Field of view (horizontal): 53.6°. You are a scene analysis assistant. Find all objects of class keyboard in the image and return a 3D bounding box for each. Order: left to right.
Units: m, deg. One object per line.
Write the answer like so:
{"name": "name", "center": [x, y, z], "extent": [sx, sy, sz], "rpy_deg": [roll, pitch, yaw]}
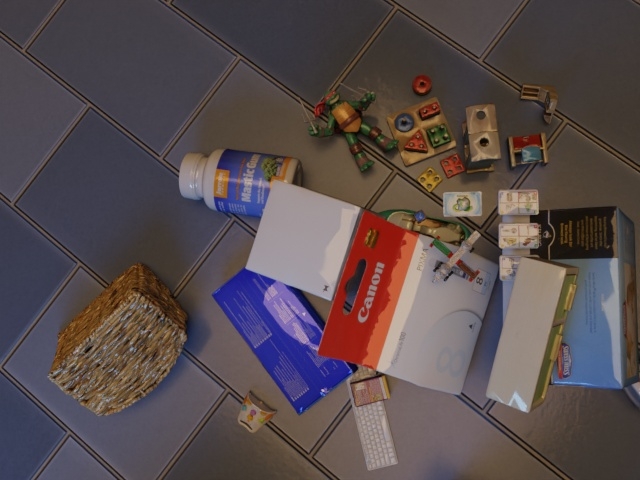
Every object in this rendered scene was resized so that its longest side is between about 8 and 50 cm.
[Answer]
{"name": "keyboard", "center": [0.114, 0.397, 1.473], "extent": [0.072, 0.014, 0.256], "rpy_deg": [-15, 82, 5]}

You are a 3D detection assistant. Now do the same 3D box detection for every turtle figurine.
{"name": "turtle figurine", "center": [0.068, -0.287, 1.507], "extent": [0.175, 0.118, 0.234], "rpy_deg": [-39, 96, 16]}

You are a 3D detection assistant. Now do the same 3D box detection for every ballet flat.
{"name": "ballet flat", "center": [0.231, -0.029, 1.470], "extent": [0.247, 0.087, 0.083], "rpy_deg": [10, 85, 9]}

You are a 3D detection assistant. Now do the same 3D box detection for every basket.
{"name": "basket", "center": [-0.467, 0.240, 1.526], "extent": [0.299, 0.223, 0.213], "rpy_deg": [-44, 113, 1]}

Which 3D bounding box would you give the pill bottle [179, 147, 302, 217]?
{"name": "pill bottle", "center": [-0.188, -0.137, 1.504], "extent": [0.271, 0.152, 0.153], "rpy_deg": [8, 85, 7]}

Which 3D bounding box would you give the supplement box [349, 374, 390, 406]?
{"name": "supplement box", "center": [0.113, 0.344, 1.453], "extent": [0.083, 0.043, 0.055], "rpy_deg": [-13, 82, -1]}

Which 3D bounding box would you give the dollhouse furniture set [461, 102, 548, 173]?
{"name": "dollhouse furniture set", "center": [0.425, -0.237, 1.448], "extent": [0.183, 0.129, 0.129], "rpy_deg": [-6, 83, 8]}

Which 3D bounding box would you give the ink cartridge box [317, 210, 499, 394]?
{"name": "ink cartridge box", "center": [0.199, 0.140, 1.332], "extent": [0.091, 0.384, 0.308], "rpy_deg": [14, 85, 50]}

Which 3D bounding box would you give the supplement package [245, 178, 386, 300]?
{"name": "supplement package", "center": [0.000, 0.000, 1.385], "extent": [0.199, 0.262, 0.198], "rpy_deg": [19, 94, 16]}

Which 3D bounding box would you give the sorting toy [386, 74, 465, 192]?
{"name": "sorting toy", "center": [0.244, -0.256, 1.516], "extent": [0.132, 0.046, 0.275], "rpy_deg": [-21, 82, 5]}

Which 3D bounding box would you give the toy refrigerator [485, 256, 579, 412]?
{"name": "toy refrigerator", "center": [0.398, 0.171, 1.176], "extent": [0.094, 0.102, 0.270], "rpy_deg": [16, 97, 34]}

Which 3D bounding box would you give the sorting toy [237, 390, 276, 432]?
{"name": "sorting toy", "center": [-0.161, 0.414, 1.498], "extent": [0.083, 0.045, 0.075], "rpy_deg": [34, 108, 10]}

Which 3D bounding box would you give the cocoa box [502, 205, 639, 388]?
{"name": "cocoa box", "center": [0.520, 0.119, 1.309], "extent": [0.227, 0.231, 0.348], "rpy_deg": [-3, 81, 33]}

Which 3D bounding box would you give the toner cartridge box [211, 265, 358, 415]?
{"name": "toner cartridge box", "center": [-0.084, 0.213, 1.481], "extent": [0.165, 0.075, 0.348], "rpy_deg": [-39, 80, 9]}

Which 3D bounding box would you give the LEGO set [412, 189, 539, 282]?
{"name": "LEGO set", "center": [0.309, -0.008, 1.273], "extent": [0.244, 0.060, 0.183], "rpy_deg": [-1, 86, 7]}

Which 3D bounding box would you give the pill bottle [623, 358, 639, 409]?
{"name": "pill bottle", "center": [0.752, 0.281, 1.357], "extent": [0.193, 0.108, 0.108], "rpy_deg": [-32, 81, 3]}

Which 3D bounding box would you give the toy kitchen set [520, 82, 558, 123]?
{"name": "toy kitchen set", "center": [0.507, -0.317, 1.481], "extent": [0.075, 0.083, 0.068], "rpy_deg": [8, 126, 8]}
